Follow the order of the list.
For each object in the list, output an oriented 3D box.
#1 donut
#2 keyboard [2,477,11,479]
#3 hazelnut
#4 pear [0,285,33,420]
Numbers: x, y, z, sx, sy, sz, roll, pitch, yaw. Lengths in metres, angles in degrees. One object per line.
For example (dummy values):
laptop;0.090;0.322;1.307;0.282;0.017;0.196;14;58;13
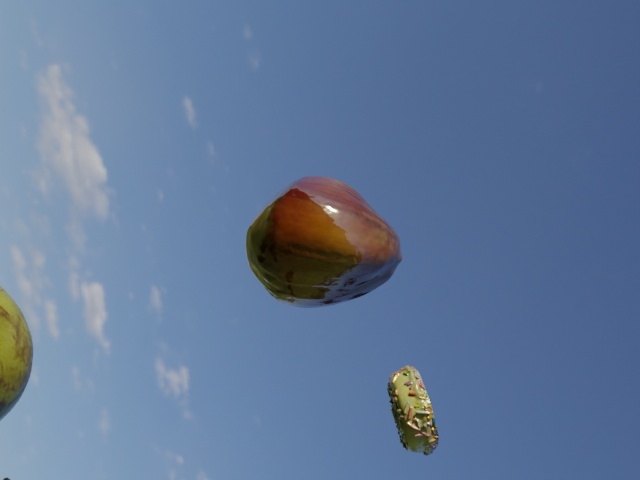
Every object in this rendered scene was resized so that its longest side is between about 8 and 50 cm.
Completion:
donut;0.169;0.321;1.688;0.174;0.068;0.175;165;-90;-87
keyboard;-0.452;0.431;1.403;0.155;0.053;0.010;31;-30;16
hazelnut;-0.001;0.010;1.223;0.210;0.186;0.210;49;-4;4
pear;-0.547;0.160;1.238;0.283;0.283;0.284;19;-69;59
